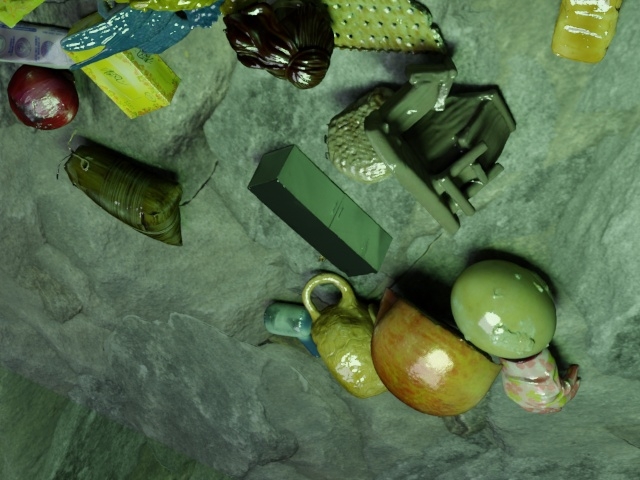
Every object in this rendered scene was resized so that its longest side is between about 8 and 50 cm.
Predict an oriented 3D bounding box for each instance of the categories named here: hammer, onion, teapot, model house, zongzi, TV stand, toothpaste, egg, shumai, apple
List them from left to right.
[{"bbox_3d":[-0.475,-0.331,1.831,0.301,0.048,0.075,10,121,13],"label":"toothpaste"},{"bbox_3d":[-0.482,-0.252,1.895,0.131,0.131,0.131,19,151,11],"label":"onion"},{"bbox_3d":[-0.385,-0.080,2.125,0.247,0.111,0.241,26,158,8],"label":"zongzi"},{"bbox_3d":[-0.041,0.203,2.362,0.116,0.070,0.194,4,150,31],"label":"hammer"},{"bbox_3d":[0.003,-0.046,1.897,0.269,0.083,0.088,41,147,-28],"label":"TV stand"},{"bbox_3d":[0.087,0.189,2.154,0.311,0.167,0.203,55,-169,-4],"label":"teapot"},{"bbox_3d":[0.087,-0.152,1.639,0.145,0.146,0.116,10,-175,25],"label":"shumai"},{"bbox_3d":[0.186,0.219,1.981,0.251,0.163,0.293,32,180,1],"label":"apple"},{"bbox_3d":[0.174,-0.147,1.515,0.229,0.188,0.122,44,-177,-36],"label":"model house"},{"bbox_3d":[0.312,0.118,1.850,0.201,0.164,0.164,33,150,-19],"label":"egg"}]

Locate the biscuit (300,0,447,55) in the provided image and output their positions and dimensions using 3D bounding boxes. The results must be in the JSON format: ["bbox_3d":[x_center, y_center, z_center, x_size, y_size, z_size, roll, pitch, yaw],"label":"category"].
[{"bbox_3d":[0.063,-0.308,1.482,0.203,0.016,0.144,8,147,29],"label":"biscuit"}]

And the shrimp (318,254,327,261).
[{"bbox_3d":[0.000,0.000,2.035,0.083,0.023,0.114,30,146,-2],"label":"shrimp"}]

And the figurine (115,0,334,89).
[{"bbox_3d":[-0.120,-0.325,1.465,0.315,0.187,0.168,30,-172,-20],"label":"figurine"}]

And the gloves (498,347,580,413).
[{"bbox_3d":[0.412,0.271,2.070,0.145,0.126,0.241,-3,133,33],"label":"gloves"}]

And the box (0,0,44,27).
[{"bbox_3d":[-0.475,-0.413,1.458,0.260,0.062,0.175,37,146,-28],"label":"box"}]

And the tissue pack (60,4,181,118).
[{"bbox_3d":[-0.322,-0.285,1.757,0.095,0.062,0.176,-13,135,35],"label":"tissue pack"}]

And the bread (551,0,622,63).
[{"bbox_3d":[0.323,-0.268,1.310,0.074,0.053,0.132,19,153,10],"label":"bread"}]

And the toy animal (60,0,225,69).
[{"bbox_3d":[-0.264,-0.316,1.583,0.176,0.239,0.255,47,111,16],"label":"toy animal"}]
